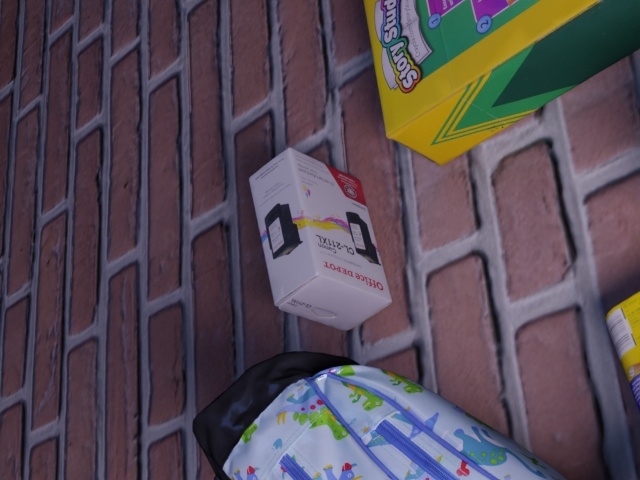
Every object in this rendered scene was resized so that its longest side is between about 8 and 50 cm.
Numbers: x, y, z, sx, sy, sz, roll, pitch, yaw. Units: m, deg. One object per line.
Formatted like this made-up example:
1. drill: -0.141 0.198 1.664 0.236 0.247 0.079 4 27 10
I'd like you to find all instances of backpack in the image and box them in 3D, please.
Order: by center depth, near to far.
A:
1. backpack: 0.102 0.255 0.900 0.273 0.290 0.355 -40 45 6

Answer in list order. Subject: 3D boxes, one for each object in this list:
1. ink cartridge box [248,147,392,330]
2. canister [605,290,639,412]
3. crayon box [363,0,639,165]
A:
1. ink cartridge box: 0.000 0.000 1.223 0.072 0.127 0.175 -35 53 30
2. canister: 0.314 0.113 0.880 0.126 0.073 0.170 -37 49 32
3. crayon box: 0.188 -0.313 1.160 0.313 0.106 0.363 -31 54 38
